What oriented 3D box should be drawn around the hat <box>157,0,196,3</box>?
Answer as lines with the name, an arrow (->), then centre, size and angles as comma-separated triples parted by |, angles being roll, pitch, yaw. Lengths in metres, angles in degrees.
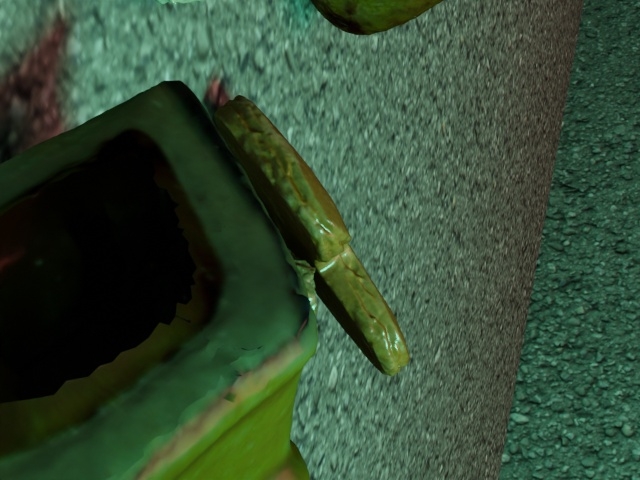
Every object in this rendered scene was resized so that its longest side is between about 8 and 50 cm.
hat -> -0.047, -0.263, 0.653 | 0.219, 0.164, 0.226 | -18, 93, -77

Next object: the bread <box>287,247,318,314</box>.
bread -> -0.043, 0.043, 0.831 | 0.113, 0.082, 0.060 | 109, -19, -69

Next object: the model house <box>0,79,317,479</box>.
model house -> -0.113, 0.101, 0.538 | 0.268, 0.173, 0.239 | -35, 148, -32

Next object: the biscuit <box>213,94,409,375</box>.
biscuit -> 0.000, 0.000, 0.826 | 0.036, 0.186, 0.192 | -34, 151, -6

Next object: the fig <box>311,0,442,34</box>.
fig -> 0.020, -0.258, 0.921 | 0.201, 0.146, 0.133 | 39, 44, -24
